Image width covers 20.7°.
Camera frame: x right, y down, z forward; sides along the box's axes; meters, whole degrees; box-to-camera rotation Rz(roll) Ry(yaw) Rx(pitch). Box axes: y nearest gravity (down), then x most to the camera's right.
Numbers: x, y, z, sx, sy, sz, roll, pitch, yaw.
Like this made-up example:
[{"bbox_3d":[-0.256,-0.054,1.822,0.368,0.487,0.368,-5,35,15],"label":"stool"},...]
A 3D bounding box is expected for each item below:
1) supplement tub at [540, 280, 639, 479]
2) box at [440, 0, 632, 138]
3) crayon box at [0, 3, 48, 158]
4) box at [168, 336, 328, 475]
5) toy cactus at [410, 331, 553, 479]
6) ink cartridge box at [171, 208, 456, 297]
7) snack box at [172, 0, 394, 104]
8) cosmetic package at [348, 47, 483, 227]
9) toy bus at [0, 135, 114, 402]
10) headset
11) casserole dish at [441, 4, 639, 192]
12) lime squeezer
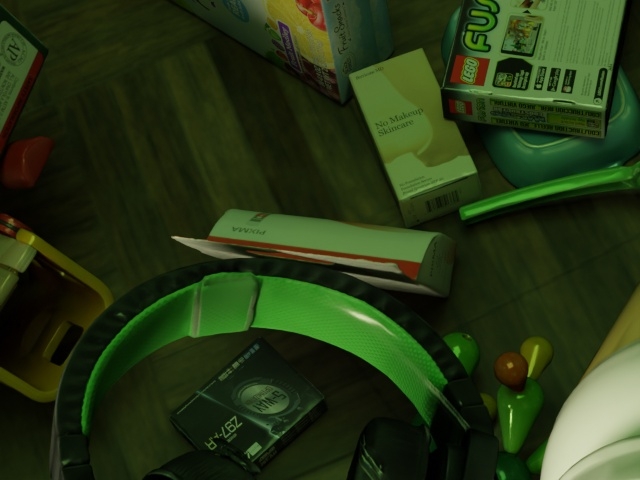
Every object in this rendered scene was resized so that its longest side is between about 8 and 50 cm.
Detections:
[{"bbox_3d":[0.258,0.102,0.913,0.241,0.241,0.331,19,40,20],"label":"supplement tub"},{"bbox_3d":[0.159,-0.172,1.223,0.114,0.036,0.207,9,61,13],"label":"box"},{"bbox_3d":[-0.383,0.003,1.173,0.313,0.106,0.363,-2,57,38],"label":"crayon box"},{"bbox_3d":[-0.047,0.113,1.154,0.083,0.018,0.067,-40,61,-13],"label":"box"},{"bbox_3d":[0.089,0.160,1.064,0.180,0.112,0.219,-27,67,6],"label":"toy cactus"},{"bbox_3d":[0.000,0.000,1.118,0.145,0.179,0.045,7,82,15],"label":"ink cartridge box"},{"bbox_3d":[-0.052,-0.213,1.251,0.207,0.174,0.070,34,69,27],"label":"snack box"},{"bbox_3d":[0.066,-0.072,1.225,0.060,0.041,0.115,-21,59,-1],"label":"cosmetic package"},{"bbox_3d":[-0.224,0.040,1.178,0.191,0.104,0.202,-31,39,27],"label":"toy bus"},{"bbox_3d":[-0.001,0.153,0.908,0.243,0.185,0.394,-7,52,-19],"label":"headset"},{"bbox_3d":[0.156,-0.118,1.238,0.114,0.037,0.188,-21,58,-2],"label":"casserole dish"},{"bbox_3d":[0.253,-0.016,1.161,0.310,0.059,0.110,18,96,18],"label":"lime squeezer"}]
